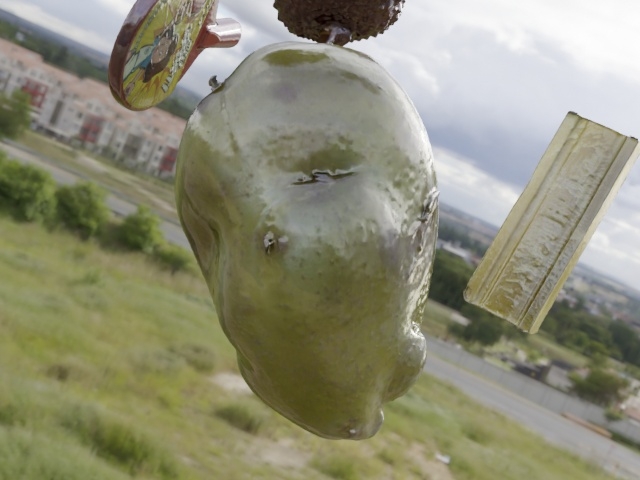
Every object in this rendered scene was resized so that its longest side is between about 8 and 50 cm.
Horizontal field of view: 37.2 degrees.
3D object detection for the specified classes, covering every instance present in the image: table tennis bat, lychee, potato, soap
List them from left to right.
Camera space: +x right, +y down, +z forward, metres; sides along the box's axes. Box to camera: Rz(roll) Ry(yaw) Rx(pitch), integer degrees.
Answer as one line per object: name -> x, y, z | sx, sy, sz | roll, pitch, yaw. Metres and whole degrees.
table tennis bat -> -0.177, -0.261, 1.208 | 0.038, 0.200, 0.310 | 32, 21, 9
potato -> -0.003, 0.001, 0.831 | 0.218, 0.351, 0.202 | -15, -1, -28
lychee -> 0.035, -0.485, 1.798 | 0.264, 0.300, 0.264 | 14, -15, 4
soap -> 0.261, -0.020, 1.080 | 0.092, 0.252, 0.037 | 30, 1, 27
